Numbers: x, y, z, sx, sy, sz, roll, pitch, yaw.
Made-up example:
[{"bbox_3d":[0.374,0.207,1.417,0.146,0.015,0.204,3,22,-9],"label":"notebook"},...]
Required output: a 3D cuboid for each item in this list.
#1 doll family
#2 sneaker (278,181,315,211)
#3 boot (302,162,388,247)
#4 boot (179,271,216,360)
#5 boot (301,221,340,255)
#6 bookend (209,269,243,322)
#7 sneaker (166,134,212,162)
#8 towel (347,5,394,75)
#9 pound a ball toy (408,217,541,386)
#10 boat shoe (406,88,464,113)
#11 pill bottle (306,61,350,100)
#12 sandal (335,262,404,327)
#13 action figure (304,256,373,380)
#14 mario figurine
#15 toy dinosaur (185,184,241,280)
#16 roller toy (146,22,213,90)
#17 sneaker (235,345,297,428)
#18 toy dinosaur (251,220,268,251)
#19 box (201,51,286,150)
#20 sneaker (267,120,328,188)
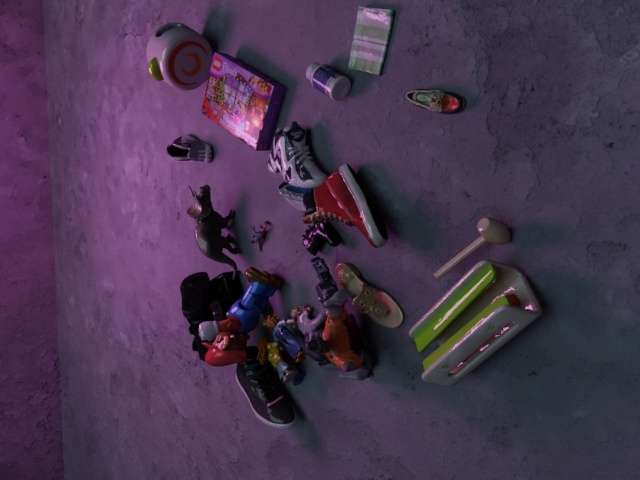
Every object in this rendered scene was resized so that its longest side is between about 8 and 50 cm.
[{"bbox_3d":[-0.108,0.299,1.672,0.163,0.118,0.263,47,126,32],"label":"doll family"},{"bbox_3d":[-0.024,-0.104,1.585,0.190,0.071,0.083,25,152,30],"label":"sneaker"},{"bbox_3d":[0.052,-0.051,1.438,0.176,0.088,0.244,-35,60,14],"label":"boot"},{"bbox_3d":[-0.382,0.243,1.853,0.246,0.094,0.207,-107,6,-60],"label":"boot"},{"bbox_3d":[0.000,0.000,1.576,0.099,0.045,0.121,-58,48,31],"label":"boot"},{"bbox_3d":[-0.315,0.200,1.913,0.156,0.072,0.157,-30,74,44],"label":"bookend"},{"bbox_3d":[-0.484,-0.319,1.982,0.228,0.132,0.086,18,108,44],"label":"sneaker"},{"bbox_3d":[0.119,-0.488,1.405,0.113,0.023,0.152,28,115,42],"label":"towel"},{"bbox_3d":[0.326,0.135,1.212,0.319,0.135,0.208,-54,32,36],"label":"pound a ball toy"},{"bbox_3d":[0.252,-0.309,1.272,0.137,0.043,0.049,26,111,40],"label":"boat shoe"},{"bbox_3d":[0.017,-0.414,1.489,0.120,0.067,0.067,43,124,34],"label":"pill bottle"},{"bbox_3d":[0.100,0.145,1.462,0.240,0.079,0.088,44,124,34],"label":"sandal"},{"bbox_3d":[0.010,0.210,1.441,0.341,0.178,0.330,64,166,9],"label":"action figure"},{"bbox_3d":[-0.262,0.225,1.726,0.321,0.198,0.170,-60,29,1],"label":"mario figurine"},{"bbox_3d":[-0.350,-0.018,1.859,0.121,0.160,0.314,-15,83,47],"label":"toy dinosaur"},{"bbox_3d":[-0.458,-0.600,1.881,0.146,0.209,0.191,40,109,37],"label":"roller toy"},{"bbox_3d":[-0.175,0.436,1.748,0.295,0.104,0.147,39,141,41],"label":"sneaker"},{"bbox_3d":[-0.181,-0.023,1.783,0.082,0.047,0.090,-29,107,35],"label":"toy dinosaur"},{"bbox_3d":[-0.240,-0.425,1.753,0.293,0.057,0.201,36,120,32],"label":"box"},{"bbox_3d":[-0.058,-0.240,1.570,0.235,0.094,0.153,37,129,49],"label":"sneaker"}]
